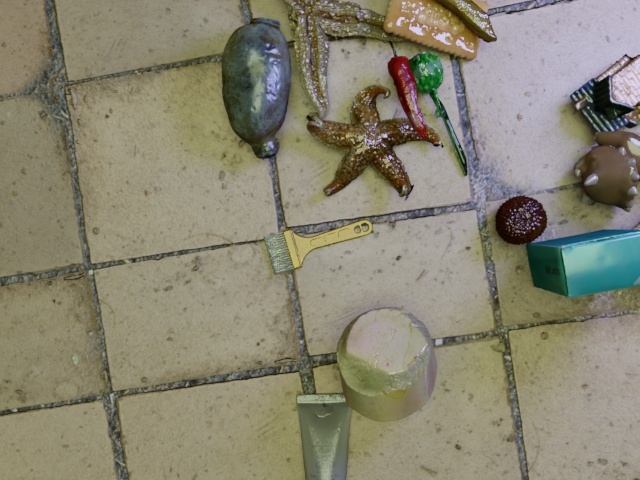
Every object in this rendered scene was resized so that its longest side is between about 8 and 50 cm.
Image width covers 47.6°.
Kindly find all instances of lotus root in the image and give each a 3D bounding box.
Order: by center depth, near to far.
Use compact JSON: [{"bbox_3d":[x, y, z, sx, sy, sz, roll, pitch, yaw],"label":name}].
[{"bbox_3d":[-0.155,-0.372,1.764,0.175,0.175,0.349,-1,89,3],"label":"lotus root"}]

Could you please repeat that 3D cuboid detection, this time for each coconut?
[{"bbox_3d":[0.159,0.296,1.705,0.239,0.244,0.239,-5,50,7],"label":"coconut"}]

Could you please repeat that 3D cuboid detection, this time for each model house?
[{"bbox_3d":[0.701,-0.333,1.711,0.172,0.183,0.166,-32,86,-1],"label":"model house"}]

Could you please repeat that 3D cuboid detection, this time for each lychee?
[{"bbox_3d":[0.481,-0.044,1.748,0.123,0.129,0.123,12,124,18],"label":"lychee"}]

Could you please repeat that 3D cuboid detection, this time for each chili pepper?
[{"bbox_3d":[0.202,-0.365,1.742,0.059,0.050,0.267,-21,81,29],"label":"chili pepper"}]

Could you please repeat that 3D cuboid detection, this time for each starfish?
[{"bbox_3d":[0.124,-0.223,1.776,0.312,0.113,0.303,-38,87,-1],"label":"starfish"},{"bbox_3d":[0.045,-0.549,1.798,0.324,0.082,0.432,-22,93,-6],"label":"starfish"}]

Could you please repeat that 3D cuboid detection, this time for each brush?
[{"bbox_3d":[0.000,0.000,1.821,0.272,0.013,0.103,-17,88,2],"label":"brush"}]

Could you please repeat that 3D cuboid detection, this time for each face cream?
[{"bbox_3d":[0.012,0.536,1.779,0.143,0.089,0.314,-1,81,4],"label":"face cream"}]

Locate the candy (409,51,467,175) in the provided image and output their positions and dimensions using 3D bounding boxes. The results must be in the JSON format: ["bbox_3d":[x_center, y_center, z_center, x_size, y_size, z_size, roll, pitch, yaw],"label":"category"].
[{"bbox_3d":[0.302,-0.309,1.788,0.097,0.097,0.323,-24,96,2],"label":"candy"}]

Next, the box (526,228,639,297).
[{"bbox_3d":[0.605,0.047,1.643,0.205,0.311,0.118,-12,90,2],"label":"box"}]

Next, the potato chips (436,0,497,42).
[{"bbox_3d":[0.259,-0.604,1.730,0.407,0.057,0.080,30,78,-9],"label":"potato chips"}]

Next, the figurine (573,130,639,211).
[{"bbox_3d":[0.732,-0.154,1.709,0.247,0.177,0.173,10,71,-4],"label":"figurine"}]

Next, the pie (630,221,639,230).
[{"bbox_3d":[0.816,0.026,1.741,0.205,0.084,0.179,-36,84,-15],"label":"pie"}]

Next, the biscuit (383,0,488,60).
[{"bbox_3d":[0.285,-0.550,1.780,0.250,0.030,0.160,17,84,-11],"label":"biscuit"}]
